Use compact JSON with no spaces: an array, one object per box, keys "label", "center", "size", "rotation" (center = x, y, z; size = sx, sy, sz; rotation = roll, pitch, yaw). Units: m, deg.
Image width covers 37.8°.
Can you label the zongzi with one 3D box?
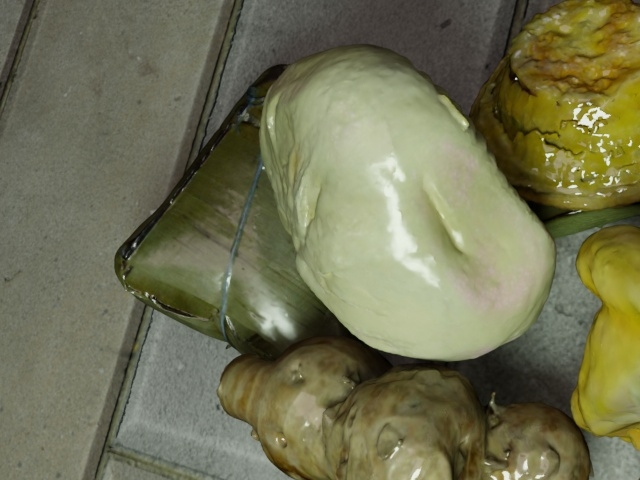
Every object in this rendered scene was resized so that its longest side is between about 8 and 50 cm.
[{"label":"zongzi","center":[0.000,0.000,1.127],"size":[0.393,0.174,0.356],"rotation":[31,81,15]}]

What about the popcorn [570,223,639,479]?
[{"label":"popcorn","center":[0.373,0.114,0.817],"size":[0.297,0.281,0.316],"rotation":[4,115,26]}]

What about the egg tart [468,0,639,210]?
[{"label":"egg tart","center":[0.284,-0.162,0.980],"size":[0.294,0.123,0.294],"rotation":[-13,49,15]}]

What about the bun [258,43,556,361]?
[{"label":"bun","center":[0.065,-0.033,0.923],"size":[0.213,0.361,0.361],"rotation":[-39,58,2]}]

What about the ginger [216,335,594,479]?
[{"label":"ginger","center":[0.059,0.190,0.911],"size":[0.375,0.256,0.176],"rotation":[14,95,37]}]

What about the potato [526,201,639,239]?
[{"label":"potato","center":[0.275,-0.074,1.025],"size":[0.149,0.081,0.120],"rotation":[-18,68,24]}]
